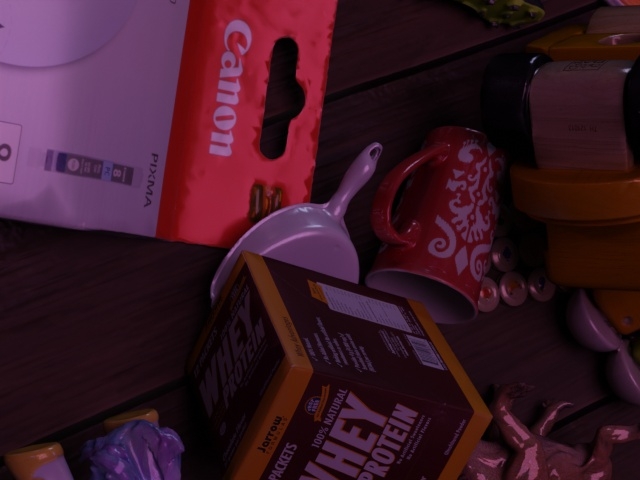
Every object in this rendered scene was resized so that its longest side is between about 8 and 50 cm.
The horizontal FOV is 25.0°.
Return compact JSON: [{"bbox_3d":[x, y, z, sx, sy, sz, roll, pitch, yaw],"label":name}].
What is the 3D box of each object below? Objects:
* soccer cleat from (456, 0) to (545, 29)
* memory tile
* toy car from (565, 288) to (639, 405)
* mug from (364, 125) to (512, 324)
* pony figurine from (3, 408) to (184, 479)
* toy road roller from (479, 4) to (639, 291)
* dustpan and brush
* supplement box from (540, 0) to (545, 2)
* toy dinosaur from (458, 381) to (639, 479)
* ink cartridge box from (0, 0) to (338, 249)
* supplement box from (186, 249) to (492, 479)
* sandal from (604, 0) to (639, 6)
[{"bbox_3d":[0.158,-0.272,1.496,0.179,0.060,0.072,14,68,-24],"label":"soccer cleat"},{"bbox_3d":[0.206,0.012,1.503,0.148,0.012,0.113,-10,87,-30],"label":"memory tile"},{"bbox_3d":[0.357,0.073,1.516,0.182,0.159,0.136,52,26,-13],"label":"toy car"},{"bbox_3d":[0.120,-0.025,1.393,0.113,0.150,0.169,14,66,15],"label":"mug"},{"bbox_3d":[-0.165,0.328,1.137,0.351,0.303,0.363,-12,92,3],"label":"pony figurine"},{"bbox_3d":[0.306,-0.092,1.434,0.329,0.203,0.240,-34,122,-52],"label":"toy road roller"},{"bbox_3d":[0.000,0.000,1.349,0.147,0.060,0.211,36,94,-33],"label":"dustpan and brush"},{"bbox_3d":[0.248,-0.313,1.561,0.062,0.036,0.098,44,65,-16],"label":"supplement box"},{"bbox_3d":[0.216,0.250,1.414,0.296,0.127,0.200,16,82,-20],"label":"toy dinosaur"},{"bbox_3d":[-0.152,-0.154,1.266,0.385,0.091,0.308,9,87,-26],"label":"ink cartridge box"},{"bbox_3d":[0.010,0.130,1.256,0.194,0.191,0.129,17,113,-25],"label":"supplement box"},{"bbox_3d":[0.408,-0.257,1.616,0.265,0.076,0.102,30,69,-22],"label":"sandal"}]
